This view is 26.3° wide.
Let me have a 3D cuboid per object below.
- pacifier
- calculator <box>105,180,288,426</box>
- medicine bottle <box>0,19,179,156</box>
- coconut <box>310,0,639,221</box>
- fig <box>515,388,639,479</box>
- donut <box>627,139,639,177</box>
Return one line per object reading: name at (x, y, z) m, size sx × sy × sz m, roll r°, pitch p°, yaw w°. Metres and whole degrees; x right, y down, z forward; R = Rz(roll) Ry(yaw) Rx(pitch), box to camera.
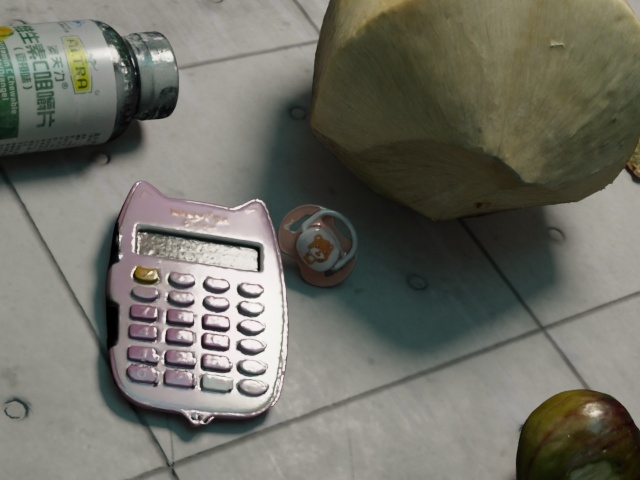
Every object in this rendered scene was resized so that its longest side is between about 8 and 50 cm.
pacifier at (0.000, 0.000, 1.538) m, size 0.099 × 0.081 × 0.078 m, roll 53°, pitch 3°, yaw -11°
calculator at (-0.130, 0.070, 1.444) m, size 0.194 × 0.043 × 0.294 m, roll 9°, pitch 51°, yaw -16°
medicine bottle at (-0.306, -0.168, 1.509) m, size 0.293 × 0.141 × 0.141 m, roll -10°, pitch 55°, yaw -30°
coconut at (0.176, -0.187, 1.584) m, size 0.415 × 0.344 × 0.415 m, roll -20°, pitch 36°, yaw 16°
fig at (0.218, 0.251, 1.383) m, size 0.245 × 0.149 × 0.149 m, roll -31°, pitch 64°, yaw -12°
donut at (0.357, -0.183, 1.833) m, size 0.233 × 0.085 × 0.199 m, roll 6°, pitch 48°, yaw -20°
